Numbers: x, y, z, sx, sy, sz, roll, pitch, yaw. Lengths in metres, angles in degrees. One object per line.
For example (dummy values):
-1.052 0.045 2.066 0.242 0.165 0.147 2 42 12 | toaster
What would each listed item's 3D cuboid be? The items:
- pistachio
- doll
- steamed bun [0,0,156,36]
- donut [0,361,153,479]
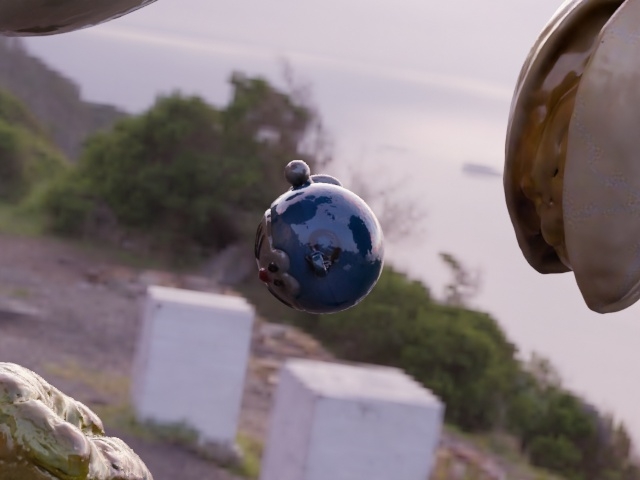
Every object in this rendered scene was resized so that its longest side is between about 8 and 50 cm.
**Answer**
0.197 -0.071 1.052 0.157 0.229 0.157 19 11 -4 | pistachio
0.000 0.000 1.132 0.085 0.114 0.152 -21 14 6 | doll
-0.138 -0.293 1.008 0.233 0.334 0.312 -20 63 -33 | steamed bun
-0.305 0.236 1.833 0.208 0.128 0.261 40 -3 30 | donut
